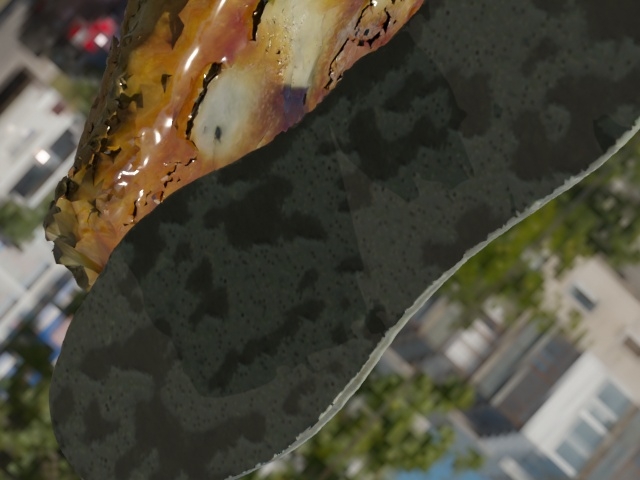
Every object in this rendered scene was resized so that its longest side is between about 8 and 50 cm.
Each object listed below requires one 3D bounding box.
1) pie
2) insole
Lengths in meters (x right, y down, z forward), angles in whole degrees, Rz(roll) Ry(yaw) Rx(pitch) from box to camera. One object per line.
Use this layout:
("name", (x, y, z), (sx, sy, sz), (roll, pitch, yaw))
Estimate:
("pie", (-0.021, -0.088, 0.970), (0.308, 0.085, 0.308), (-41, 150, -31))
("insole", (0.000, 0.000, 0.402), (0.006, 0.065, 0.193), (-3, 149, -48))
